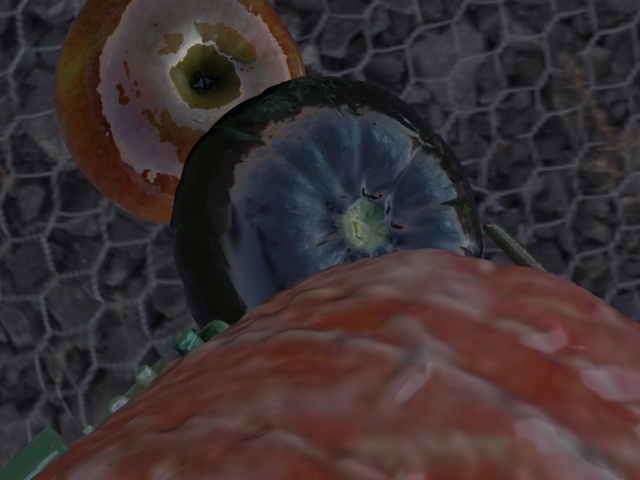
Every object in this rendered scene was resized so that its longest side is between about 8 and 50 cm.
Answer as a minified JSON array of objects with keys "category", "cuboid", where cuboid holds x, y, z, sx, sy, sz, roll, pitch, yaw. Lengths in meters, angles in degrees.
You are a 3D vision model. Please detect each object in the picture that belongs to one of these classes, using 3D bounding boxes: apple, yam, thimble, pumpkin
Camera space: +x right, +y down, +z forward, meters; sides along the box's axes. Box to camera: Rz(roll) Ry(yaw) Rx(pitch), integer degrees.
[{"category":"apple","cuboid":[-0.166,-0.165,1.657,0.302,0.301,0.301,-1,94,-17]},{"category":"yam","cuboid":[0.209,0.021,1.480,0.021,0.021,0.116,-42,72,-11]},{"category":"thimble","cuboid":[0.019,0.128,0.459,0.162,0.239,0.239,-41,106,-44]},{"category":"pumpkin","cuboid":[0.000,0.000,1.399,0.315,0.238,0.315,2,82,-12]}]

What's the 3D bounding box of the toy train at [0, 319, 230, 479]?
[{"category":"toy train","cuboid":[-0.087,0.128,0.816,0.194,0.081,0.125,-45,125,-9]}]
